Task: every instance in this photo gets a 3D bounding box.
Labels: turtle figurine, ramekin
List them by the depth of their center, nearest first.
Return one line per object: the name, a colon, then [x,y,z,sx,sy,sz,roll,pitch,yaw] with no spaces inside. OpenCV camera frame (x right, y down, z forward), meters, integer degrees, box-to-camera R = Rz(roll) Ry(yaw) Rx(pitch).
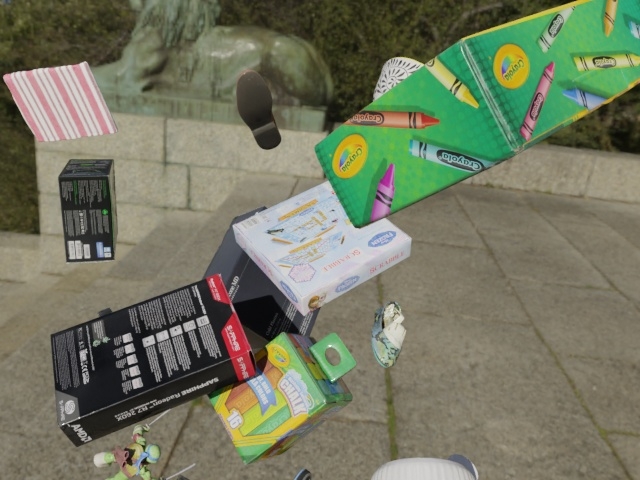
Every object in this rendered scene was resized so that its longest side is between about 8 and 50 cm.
ramekin: [0.178,0.454,1.001,0.207,0.207,0.109,6,51,-3]
turtle figurine: [-0.559,0.693,1.832,0.266,0.198,0.274,-26,6,20]

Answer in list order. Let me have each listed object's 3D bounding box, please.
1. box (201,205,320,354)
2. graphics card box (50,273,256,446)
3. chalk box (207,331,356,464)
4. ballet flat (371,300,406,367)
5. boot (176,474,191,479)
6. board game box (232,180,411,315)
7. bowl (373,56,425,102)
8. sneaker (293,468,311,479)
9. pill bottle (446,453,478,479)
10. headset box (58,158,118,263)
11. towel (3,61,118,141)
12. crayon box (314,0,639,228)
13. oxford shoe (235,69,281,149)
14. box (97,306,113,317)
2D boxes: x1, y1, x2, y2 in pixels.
box: [-0.163,0.134,1.704,0.312,0.343,0.179,39,-32,-27]
graphics card box: [-0.339,0.230,1.177,0.370,0.094,0.233,-20,47,-14]
chalk box: [-0.061,0.320,1.267,0.180,0.289,0.179,53,10,23]
ballet flat: [0.136,0.173,1.136,0.070,0.070,0.188,7,23,0]
boot: [-0.450,0.842,1.732,0.118,0.338,0.223,33,50,5]
board game box: [0.000,0.000,1.436,0.318,0.066,0.318,-27,46,-22]
bowl: [0.142,-0.205,0.953,0.080,0.170,0.170,-47,43,-14]
sneaker: [-0.040,0.712,1.559,0.078,0.067,0.188,-16,47,27]
pill bottle: [0.242,0.493,1.149,0.086,0.152,0.086,20,30,-13]
headset box: [-0.661,-0.095,1.680,0.131,0.246,0.283,-3,17,-17]
towel: [-0.500,-0.267,1.128,0.197,0.144,0.029,-2,37,17]
crayon box: [0.149,-0.115,0.487,0.278,0.081,0.165,-29,2,-37]
oxford shoe: [-0.139,-0.288,1.243,0.076,0.212,0.076,-17,58,-3]
box: [-0.575,0.318,1.688,0.045,0.191,0.184,-27,50,-31]
